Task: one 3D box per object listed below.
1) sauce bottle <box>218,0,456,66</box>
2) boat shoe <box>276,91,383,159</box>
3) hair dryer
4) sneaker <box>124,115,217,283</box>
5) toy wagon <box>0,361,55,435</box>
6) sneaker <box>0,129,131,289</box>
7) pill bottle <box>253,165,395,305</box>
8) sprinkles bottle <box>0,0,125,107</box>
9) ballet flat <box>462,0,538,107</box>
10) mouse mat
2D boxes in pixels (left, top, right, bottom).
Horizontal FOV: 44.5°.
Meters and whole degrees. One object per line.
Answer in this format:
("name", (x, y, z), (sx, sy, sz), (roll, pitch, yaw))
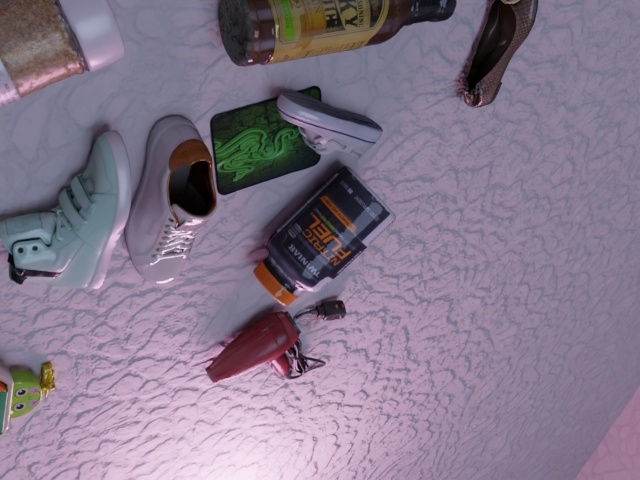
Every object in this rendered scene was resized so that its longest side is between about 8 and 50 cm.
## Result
("sauce bottle", (0.033, -0.321, 1.090), (0.345, 0.111, 0.111), (-18, 135, -26))
("boat shoe", (0.012, -0.167, 1.220), (0.226, 0.083, 0.075), (10, 117, -46))
("hair dryer", (-0.084, 0.227, 1.517), (0.294, 0.080, 0.223), (-5, 129, -34))
("sneaker", (-0.218, -0.028, 1.154), (0.106, 0.123, 0.290), (-12, 134, -31))
("toy wagon", (-0.569, 0.251, 1.181), (0.345, 0.068, 0.267), (-4, 128, -34))
("sneaker", (-0.353, -0.036, 1.067), (0.151, 0.094, 0.255), (2, 123, -35))
("pill bottle", (0.000, 0.000, 1.336), (0.246, 0.130, 0.130), (-44, 139, 5))
("sprinkles bottle", (-0.402, -0.192, 0.865), (0.355, 0.121, 0.121), (-27, 138, -14))
("ballet flat", (0.290, -0.330, 1.299), (0.058, 0.084, 0.249), (-12, 138, -31))
("mouse mat", (-0.081, -0.156, 1.230), (0.190, 0.007, 0.152), (-20, 136, -21))
